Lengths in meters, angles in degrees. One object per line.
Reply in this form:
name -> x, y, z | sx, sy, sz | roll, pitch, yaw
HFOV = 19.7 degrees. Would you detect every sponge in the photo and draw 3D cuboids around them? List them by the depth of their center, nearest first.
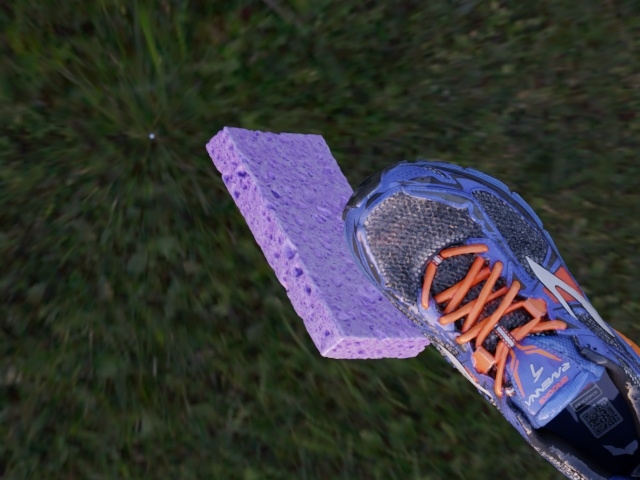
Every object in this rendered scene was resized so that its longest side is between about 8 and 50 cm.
sponge -> 0.000, 0.000, 1.431 | 0.031, 0.117, 0.210 | -45, 60, 30

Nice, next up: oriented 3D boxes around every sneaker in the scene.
sneaker -> 0.100, 0.045, 0.872 | 0.221, 0.087, 0.083 | 41, 102, -17
